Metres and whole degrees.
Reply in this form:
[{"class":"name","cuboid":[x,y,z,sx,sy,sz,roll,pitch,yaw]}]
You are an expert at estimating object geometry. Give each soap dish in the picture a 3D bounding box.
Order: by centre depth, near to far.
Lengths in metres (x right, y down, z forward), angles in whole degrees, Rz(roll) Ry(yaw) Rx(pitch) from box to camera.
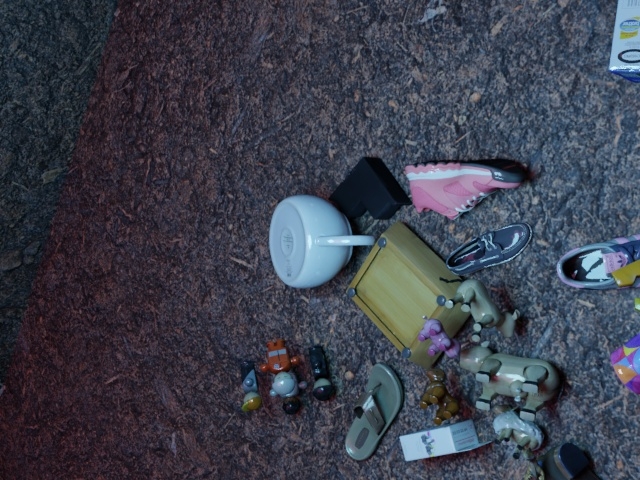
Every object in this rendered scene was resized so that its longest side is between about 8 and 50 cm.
[{"class":"soap dish","cuboid":[0.207,0.129,1.910,0.291,0.118,0.229,47,119,30]}]

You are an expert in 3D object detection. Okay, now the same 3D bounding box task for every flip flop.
[{"class":"flip flop","cuboid":[0.121,0.435,2.011,0.112,0.080,0.277,37,114,35]}]

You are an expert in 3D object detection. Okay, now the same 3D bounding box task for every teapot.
[{"class":"teapot","cuboid":[0.000,0.000,2.012,0.256,0.187,0.252,63,143,38]}]

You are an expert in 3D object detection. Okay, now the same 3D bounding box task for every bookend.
[{"class":"bookend","cuboid":[0.123,-0.100,2.015,0.156,0.072,0.157,-50,60,31]}]

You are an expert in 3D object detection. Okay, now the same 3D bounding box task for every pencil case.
[{"class":"pencil case","cuboid":[0.666,0.195,1.517,0.236,0.104,0.104,-44,63,33]}]

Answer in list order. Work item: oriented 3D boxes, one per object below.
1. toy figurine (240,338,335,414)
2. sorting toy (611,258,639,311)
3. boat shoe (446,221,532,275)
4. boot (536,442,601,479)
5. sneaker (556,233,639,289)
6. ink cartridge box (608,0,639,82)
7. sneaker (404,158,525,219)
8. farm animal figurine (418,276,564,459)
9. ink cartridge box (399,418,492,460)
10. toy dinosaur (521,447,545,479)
[{"class":"toy figurine","cuboid":[-0.092,0.370,2.113,0.209,0.213,0.148,-37,53,35]},{"class":"sorting toy","cuboid":[0.697,0.053,1.426,0.307,0.041,0.229,-27,63,10]},{"class":"boat shoe","cuboid":[0.371,0.019,1.786,0.206,0.065,0.075,-29,67,26]},{"class":"boot","cuboid":[0.534,0.528,1.668,0.219,0.082,0.106,64,152,12]},{"class":"sneaker","cuboid":[0.609,0.042,1.542,0.319,0.131,0.112,-18,79,38]},{"class":"ink cartridge box","cuboid":[0.690,-0.430,1.458,0.270,0.151,0.395,11,95,42]},{"class":"sneaker","cuboid":[0.330,-0.114,1.825,0.314,0.116,0.136,5,104,48]},{"class":"farm animal figurine","cuboid":[0.371,0.260,1.733,0.327,0.172,0.330,25,122,20]},{"class":"ink cartridge box","cuboid":[0.288,0.456,1.847,0.181,0.104,0.061,-23,75,39]},{"class":"toy dinosaur","cuboid":[0.448,0.507,1.690,0.211,0.064,0.112,85,171,-47]}]
